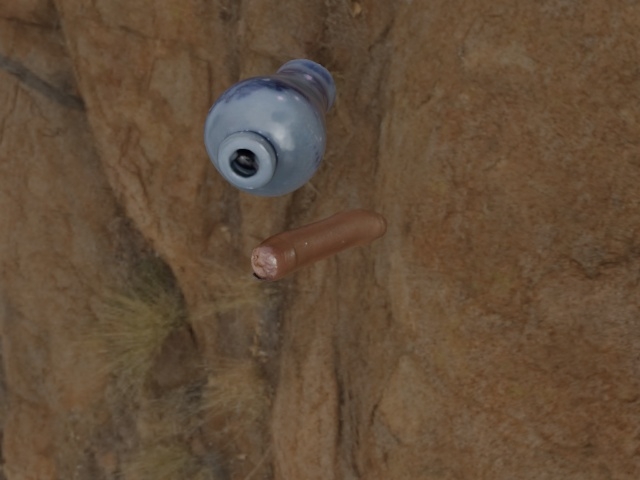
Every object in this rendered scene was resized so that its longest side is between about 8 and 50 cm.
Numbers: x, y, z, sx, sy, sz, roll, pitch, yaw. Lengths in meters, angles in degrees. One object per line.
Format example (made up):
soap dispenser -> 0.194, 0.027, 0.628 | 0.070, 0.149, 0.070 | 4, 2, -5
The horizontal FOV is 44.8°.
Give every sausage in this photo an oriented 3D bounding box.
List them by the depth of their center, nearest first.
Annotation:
sausage -> 0.000, 0.000, 0.723 | 0.043, 0.186, 0.043 | 11, 108, 34

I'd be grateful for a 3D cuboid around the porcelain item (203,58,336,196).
porcelain item -> -0.051, -0.142, 0.939 | 0.141, 0.259, 0.141 | 7, 119, 13
